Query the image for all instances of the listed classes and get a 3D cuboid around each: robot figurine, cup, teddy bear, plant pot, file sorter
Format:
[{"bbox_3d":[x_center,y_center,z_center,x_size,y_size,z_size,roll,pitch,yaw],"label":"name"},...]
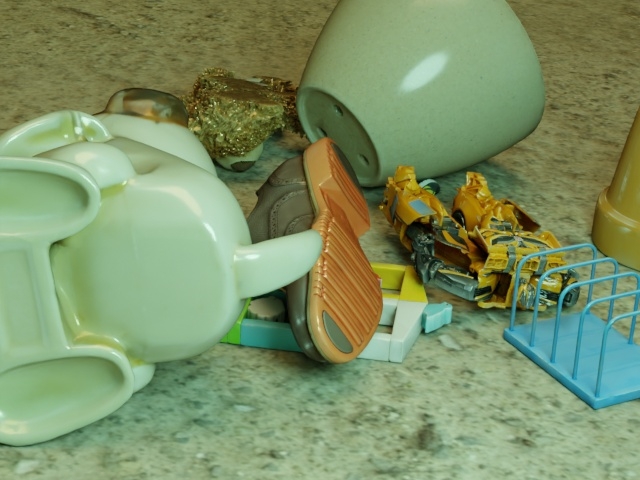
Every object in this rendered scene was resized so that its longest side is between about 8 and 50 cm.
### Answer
[{"bbox_3d":[0.189,-0.002,1.740,0.211,0.085,0.291,3,22,-23],"label":"robot figurine"},{"bbox_3d":[0.105,-0.208,1.988,0.237,0.331,0.331,-39,42,-23],"label":"cup"},{"bbox_3d":[-0.118,-0.179,2.119,0.245,0.113,0.338,3,16,-18],"label":"teddy bear"},{"bbox_3d":[0.458,-0.078,1.830,0.205,0.188,0.205,2,24,-1],"label":"plant pot"},{"bbox_3d":[0.297,0.086,1.555,0.118,0.104,0.170,-11,28,-25],"label":"file sorter"}]

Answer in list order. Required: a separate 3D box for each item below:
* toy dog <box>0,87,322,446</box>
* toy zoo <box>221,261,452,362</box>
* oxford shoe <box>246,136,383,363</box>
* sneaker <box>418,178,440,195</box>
[{"bbox_3d":[-0.212,-0.029,1.519,0.395,0.284,0.408,-17,18,1],"label":"toy dog"},{"bbox_3d":[0.003,0.071,1.646,0.293,0.030,0.192,6,25,6],"label":"toy zoo"},{"bbox_3d":[-0.018,0.027,1.604,0.133,0.130,0.363,-26,28,15],"label":"oxford shoe"},{"bbox_3d":[0.139,-0.058,1.954,0.035,0.031,0.083,49,35,20],"label":"sneaker"}]
